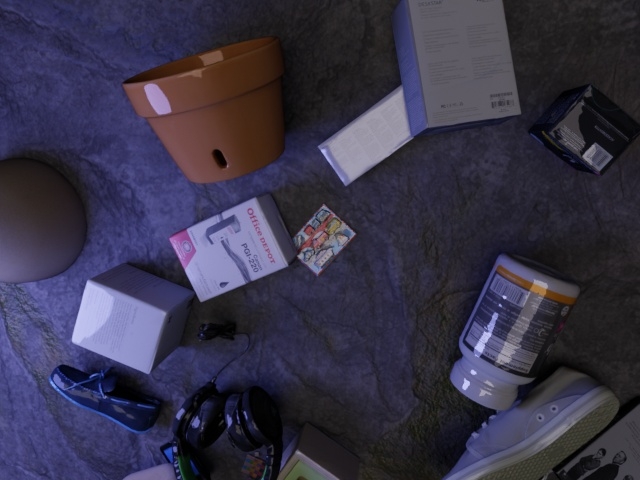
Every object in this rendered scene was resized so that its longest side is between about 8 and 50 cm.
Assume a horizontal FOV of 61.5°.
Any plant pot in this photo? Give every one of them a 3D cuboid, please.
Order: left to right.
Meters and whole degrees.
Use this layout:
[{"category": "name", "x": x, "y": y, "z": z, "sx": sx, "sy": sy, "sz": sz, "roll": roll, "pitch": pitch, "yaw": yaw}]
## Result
[{"category": "plant pot", "x": -0.684, "y": -0.030, "z": 1.145, "sx": 0.284, "sy": 0.191, "sz": 0.284, "roll": 2, "pitch": 101, "yaw": 8}, {"category": "plant pot", "x": -0.188, "y": -0.238, "z": 1.004, "sx": 0.290, "sy": 0.291, "sz": 0.204, "roll": -11, "pitch": 117, "yaw": 10}]

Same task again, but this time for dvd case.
[{"category": "dvd case", "x": 0.622, "y": 0.465, "z": 1.109, "sx": 0.238, "sy": 0.029, "sz": 0.179, "roll": -38, "pitch": 94, "yaw": -3}]

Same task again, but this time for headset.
[{"category": "headset", "x": -0.210, "y": 0.377, "z": 1.146, "sx": 0.243, "sy": 0.185, "sz": 0.394, "roll": -3, "pitch": 78, "yaw": 18}]

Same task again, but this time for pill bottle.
[{"category": "pill bottle", "x": 0.369, "y": 0.176, "z": 1.050, "sx": 0.162, "sy": 0.162, "sz": 0.279, "roll": 21, "pitch": 104, "yaw": 3}]

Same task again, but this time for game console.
[{"category": "game console", "x": -0.319, "y": 0.531, "z": 1.268, "sx": 0.071, "sy": 0.107, "sz": 0.122, "roll": -33, "pitch": 96, "yaw": -15}]

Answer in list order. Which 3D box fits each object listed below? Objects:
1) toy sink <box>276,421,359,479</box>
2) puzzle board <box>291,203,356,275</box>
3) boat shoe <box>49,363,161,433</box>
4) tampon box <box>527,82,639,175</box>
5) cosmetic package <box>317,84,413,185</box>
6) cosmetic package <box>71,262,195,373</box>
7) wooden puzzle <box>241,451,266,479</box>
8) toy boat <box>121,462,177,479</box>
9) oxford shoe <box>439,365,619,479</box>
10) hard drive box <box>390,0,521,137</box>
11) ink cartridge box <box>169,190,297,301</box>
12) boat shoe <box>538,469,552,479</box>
[{"category": "toy sink", "x": -0.043, "y": 0.561, "z": 1.201, "sx": 0.152, "sy": 0.131, "sz": 0.234, "roll": 35, "pitch": 104, "yaw": 1}, {"category": "puzzle board", "x": 0.000, "y": 0.000, "z": 1.144, "sx": 0.096, "sy": 0.011, "sz": 0.128, "roll": 42, "pitch": 104, "yaw": -1}, {"category": "boat shoe", "x": -0.490, "y": 0.346, "z": 1.251, "sx": 0.258, "sy": 0.109, "sz": 0.089, "roll": 31, "pitch": 97, "yaw": -16}, {"category": "tampon box", "x": 0.465, "y": -0.196, "z": 0.961, "sx": 0.120, "sy": 0.161, "sz": 0.101, "roll": 39, "pitch": 104, "yaw": 0}, {"category": "cosmetic package", "x": 0.120, "y": -0.216, "z": 1.058, "sx": 0.239, "sy": 0.060, "sz": 0.099, "roll": -34, "pitch": 97, "yaw": 13}, {"category": "cosmetic package", "x": -0.398, "y": 0.163, "z": 1.162, "sx": 0.183, "sy": 0.151, "sz": 0.151, "roll": 22, "pitch": 104, "yaw": 5}, {"category": "wooden puzzle", "x": -0.158, "y": 0.536, "z": 1.277, "sx": 0.049, "sy": 0.006, "sz": 0.083, "roll": 23, "pitch": 104, "yaw": 3}, {"category": "toy boat", "x": -0.381, "y": 0.624, "z": 1.269, "sx": 0.231, "sy": 0.151, "sz": 0.151, "roll": -24, "pitch": 137, "yaw": 24}, {"category": "oxford shoe", "x": 0.378, "y": 0.409, "z": 1.081, "sx": 0.449, "sy": 0.130, "sz": 0.169, "roll": -36, "pitch": 131, "yaw": -1}, {"category": "hard drive box", "x": 0.240, "y": -0.317, "z": 0.963, "sx": 0.181, "sy": 0.089, "sz": 0.232, "roll": -9, "pitch": 91, "yaw": -9}, {"category": "ink cartridge box", "x": -0.179, "y": 0.013, "z": 1.127, "sx": 0.217, "sy": 0.092, "sz": 0.159, "roll": -23, "pitch": 97, "yaw": 14}, {"category": "boat shoe", "x": 0.453, "y": 0.483, "z": 1.143, "sx": 0.226, "sy": 0.076, "sz": 0.083, "roll": -36, "pitch": 95, "yaw": 13}]
